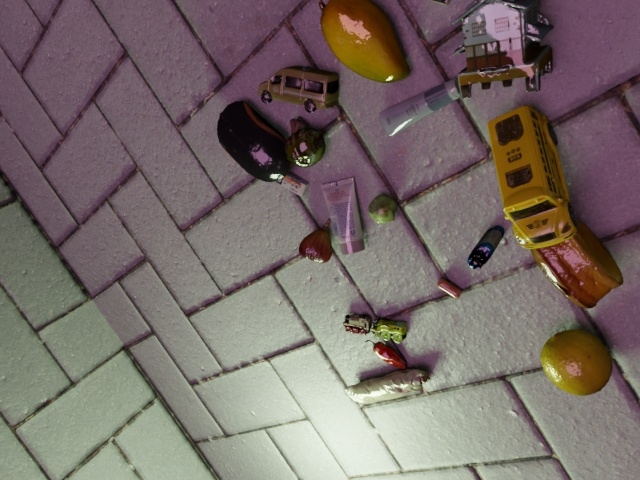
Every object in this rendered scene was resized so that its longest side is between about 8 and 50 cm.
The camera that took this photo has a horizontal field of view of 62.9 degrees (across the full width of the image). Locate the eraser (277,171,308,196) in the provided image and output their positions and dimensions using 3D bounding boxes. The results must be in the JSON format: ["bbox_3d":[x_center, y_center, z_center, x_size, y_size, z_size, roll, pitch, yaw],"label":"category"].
[{"bbox_3d":[-0.101,-0.204,1.822,0.122,0.029,0.052,32,128,16],"label":"eraser"}]

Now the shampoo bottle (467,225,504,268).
[{"bbox_3d":[0.463,0.023,1.473,0.050,0.183,0.087,43,130,7],"label":"shampoo bottle"}]

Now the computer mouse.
[{"bbox_3d":[-0.232,-0.332,1.770,0.323,0.116,0.183,43,117,12],"label":"computer mouse"}]

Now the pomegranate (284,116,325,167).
[{"bbox_3d":[-0.062,-0.314,1.674,0.163,0.125,0.138,54,138,-2],"label":"pomegranate"}]

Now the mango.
[{"bbox_3d":[0.118,-0.553,1.437,0.317,0.119,0.176,44,128,-7],"label":"mango"}]

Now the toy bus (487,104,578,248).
[{"bbox_3d":[0.512,-0.153,1.284,0.144,0.152,0.331,-21,65,38],"label":"toy bus"}]

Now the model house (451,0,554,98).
[{"bbox_3d":[0.425,-0.465,1.213,0.198,0.224,0.216,5,121,34],"label":"model house"}]

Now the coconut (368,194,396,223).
[{"bbox_3d":[0.198,-0.094,1.652,0.096,0.087,0.088,41,130,14],"label":"coconut"}]

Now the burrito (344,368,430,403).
[{"bbox_3d":[0.256,0.553,1.974,0.117,0.076,0.392,37,136,-26],"label":"burrito"}]

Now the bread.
[{"bbox_3d":[0.649,0.045,1.358,0.270,0.195,0.142,49,123,2],"label":"bread"}]

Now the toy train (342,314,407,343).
[{"bbox_3d":[0.193,0.314,1.900,0.249,0.053,0.085,5,109,32],"label":"toy train"}]

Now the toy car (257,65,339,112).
[{"bbox_3d":[-0.071,-0.475,1.609,0.256,0.101,0.125,18,119,23],"label":"toy car"}]

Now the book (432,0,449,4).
[{"bbox_3d":[0.243,-0.800,1.271,0.262,0.028,0.374,26,127,21],"label":"book"}]

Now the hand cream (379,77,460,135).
[{"bbox_3d":[0.276,-0.374,1.471,0.255,0.048,0.080,-20,98,42],"label":"hand cream"}]

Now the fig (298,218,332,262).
[{"bbox_3d":[0.001,0.015,1.826,0.119,0.119,0.153,46,120,3],"label":"fig"}]

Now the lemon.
[{"bbox_3d":[0.728,0.349,1.484,0.203,0.178,0.178,50,131,2],"label":"lemon"}]

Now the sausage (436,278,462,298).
[{"bbox_3d":[0.413,0.154,1.677,0.083,0.034,0.034,34,129,15],"label":"sausage"}]

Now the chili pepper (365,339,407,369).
[{"bbox_3d":[0.246,0.415,1.921,0.191,0.050,0.059,37,127,-5],"label":"chili pepper"}]

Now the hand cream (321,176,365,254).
[{"bbox_3d":[0.080,-0.080,1.752,0.133,0.083,0.248,-6,100,35],"label":"hand cream"}]
